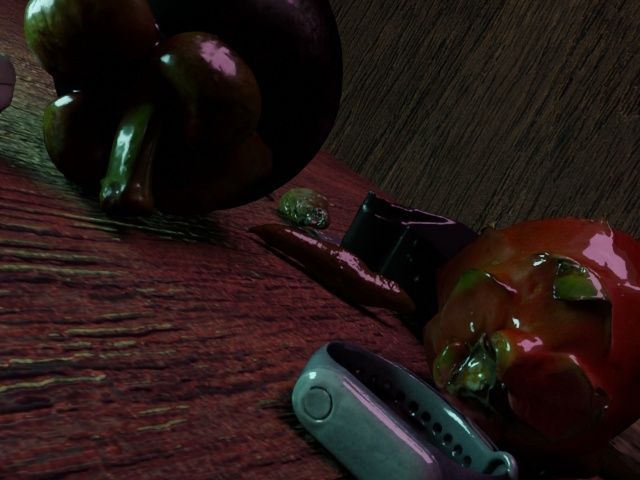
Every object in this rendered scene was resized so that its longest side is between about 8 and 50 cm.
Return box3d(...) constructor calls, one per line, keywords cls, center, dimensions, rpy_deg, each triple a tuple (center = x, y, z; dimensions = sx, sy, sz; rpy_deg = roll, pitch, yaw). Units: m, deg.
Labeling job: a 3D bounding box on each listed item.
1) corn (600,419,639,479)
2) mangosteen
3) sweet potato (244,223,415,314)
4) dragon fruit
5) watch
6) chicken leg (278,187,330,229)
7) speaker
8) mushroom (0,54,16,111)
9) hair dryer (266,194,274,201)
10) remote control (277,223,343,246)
box3d(cls="corn", center=(0.456, 0.290, 1.133), dimensions=(0.305, 0.122, 0.123), rpy_deg=(36, 11, 3))
box3d(cls="mangosteen", center=(-0.175, -0.200, 0.954), dimensions=(0.382, 0.382, 0.435), rpy_deg=(35, 43, 8))
box3d(cls="sweet potato", center=(0.018, 0.038, 1.156), dimensions=(0.274, 0.067, 0.067), rpy_deg=(28, 10, -1))
box3d(cls="dragon fruit", center=(0.258, 0.140, 0.892), dimensions=(0.305, 0.305, 0.225), rpy_deg=(32, 38, -7))
box3d(cls="watch", center=(0.073, 0.166, 0.695), dimensions=(0.206, 0.068, 0.193), rpy_deg=(35, 11, 24))
box3d(cls="chicken leg", center=(-0.019, -0.054, 1.396), dimensions=(0.085, 0.069, 0.198), rpy_deg=(23, 5, -18))
box3d(cls="speaker", center=(0.198, 0.083, 1.208), dimensions=(0.184, 0.180, 0.388), rpy_deg=(18, 15, -33))
box3d(cls="mushroom", center=(-0.343, -0.121, 0.707), dimensions=(0.096, 0.099, 0.278), rpy_deg=(17, 18, -13))
box3d(cls="hair dryer", center=(-0.135, -0.123, 1.478), dimensions=(0.150, 0.071, 0.047), rpy_deg=(47, 6, -31))
box3d(cls="remote control", center=(0.000, 0.000, 1.362), dimensions=(0.067, 0.029, 0.261), rpy_deg=(36, 10, 21))
